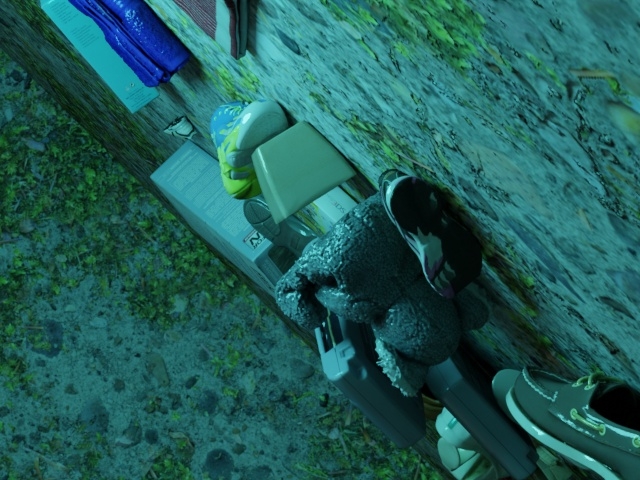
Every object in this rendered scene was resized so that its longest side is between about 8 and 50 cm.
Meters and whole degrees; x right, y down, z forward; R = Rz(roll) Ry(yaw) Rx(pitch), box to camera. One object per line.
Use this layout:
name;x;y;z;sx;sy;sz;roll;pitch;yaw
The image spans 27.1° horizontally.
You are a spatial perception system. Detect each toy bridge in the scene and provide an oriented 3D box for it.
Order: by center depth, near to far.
toy bridge;0.367;0.365;2.161;0.063;0.026;0.188;55;173;10

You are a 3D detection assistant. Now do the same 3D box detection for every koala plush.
koala plush;0.088;0.070;1.633;0.221;0.196;0.203;49;161;4

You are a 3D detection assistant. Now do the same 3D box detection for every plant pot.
plant pot;-0.031;-0.093;1.714;0.096;0.109;0.109;58;171;-2

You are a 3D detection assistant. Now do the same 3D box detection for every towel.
towel;-0.210;-0.354;1.544;0.329;0.037;0.237;45;172;4
towel;-0.333;-0.353;1.982;0.308;0.076;0.228;47;170;-12

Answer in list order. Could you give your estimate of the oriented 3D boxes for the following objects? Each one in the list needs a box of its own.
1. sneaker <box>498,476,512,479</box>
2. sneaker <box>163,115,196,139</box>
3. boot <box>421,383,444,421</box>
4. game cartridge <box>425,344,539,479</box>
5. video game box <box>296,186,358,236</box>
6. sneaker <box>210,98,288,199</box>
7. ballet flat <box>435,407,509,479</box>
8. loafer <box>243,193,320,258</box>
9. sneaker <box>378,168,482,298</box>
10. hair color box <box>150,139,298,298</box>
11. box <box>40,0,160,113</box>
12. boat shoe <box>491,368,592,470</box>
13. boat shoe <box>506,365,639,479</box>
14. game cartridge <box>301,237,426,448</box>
sneaker;0.317;0.417;2.546;0.225;0.088;0.092;116;136;-85
sneaker;-0.258;-0.202;2.446;0.044;0.040;0.109;46;172;-15
boot;0.126;0.225;2.383;0.283;0.109;0.220;41;172;12
game cartridge;0.212;0.216;1.908;0.198;0.062;0.297;43;-173;-9
video game box;0.036;-0.019;1.908;0.205;0.048;0.187;42;169;20
sneaker;-0.112;-0.154;1.831;0.126;0.091;0.240;64;158;19
ballet flat;0.259;0.346;2.265;0.139;0.139;0.400;41;171;26
loafer;0.000;0.000;2.125;0.267;0.084;0.096;40;139;9
sneaker;0.122;-0.017;1.500;0.178;0.072;0.077;61;176;-33
hair color box;-0.149;-0.028;2.498;0.374;0.113;0.185;38;169;44
box;-0.364;-0.329;2.192;0.244;0.060;0.100;51;-171;-34
boat shoe;0.311;0.247;1.822;0.184;0.066;0.063;34;168;10
boat shoe;0.319;0.202;1.446;0.117;0.096;0.324;4;-163;-27
game cartridge;0.062;0.143;1.822;0.196;0.060;0.294;43;-160;-31
